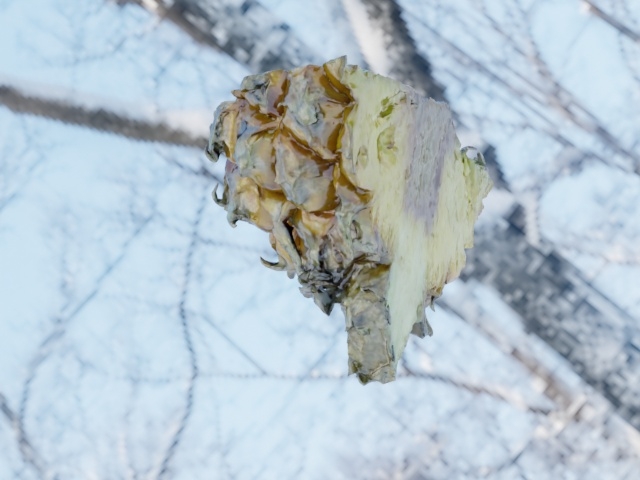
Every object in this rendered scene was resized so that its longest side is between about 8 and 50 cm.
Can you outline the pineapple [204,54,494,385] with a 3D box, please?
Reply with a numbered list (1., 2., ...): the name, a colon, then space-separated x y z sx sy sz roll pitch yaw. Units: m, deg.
1. pineapple: 0.002 0.000 1.000 0.250 0.140 0.164 14 -103 -67
